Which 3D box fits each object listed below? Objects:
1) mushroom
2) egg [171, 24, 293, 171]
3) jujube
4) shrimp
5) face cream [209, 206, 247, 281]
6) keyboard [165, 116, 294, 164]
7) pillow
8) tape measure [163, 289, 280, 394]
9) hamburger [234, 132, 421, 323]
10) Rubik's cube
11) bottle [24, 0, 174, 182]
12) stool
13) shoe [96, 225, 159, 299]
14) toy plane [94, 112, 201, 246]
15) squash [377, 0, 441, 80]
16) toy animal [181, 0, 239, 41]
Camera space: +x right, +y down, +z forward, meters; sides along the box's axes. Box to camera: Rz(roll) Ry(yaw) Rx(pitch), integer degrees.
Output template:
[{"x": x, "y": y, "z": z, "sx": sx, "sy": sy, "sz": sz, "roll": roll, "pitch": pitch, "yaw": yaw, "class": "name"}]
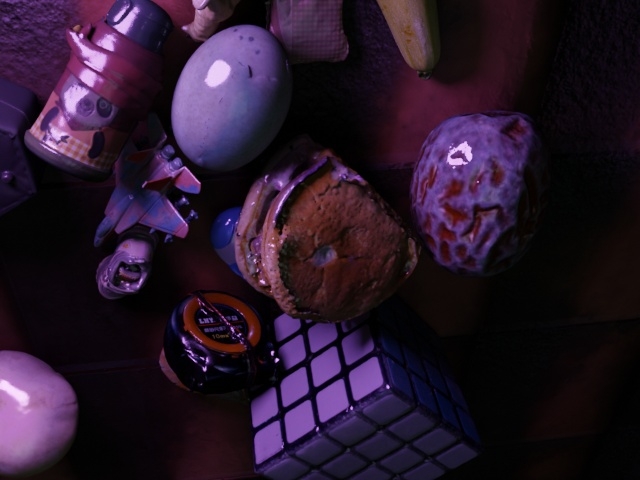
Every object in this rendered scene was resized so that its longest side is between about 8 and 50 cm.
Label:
[{"x": -0.627, "y": 0.357, "z": 1.396, "sx": 0.253, "sy": 0.260, "sz": 0.234, "roll": -14, "pitch": 168, "yaw": -11, "class": "mushroom"}, {"x": -0.134, "y": -0.212, "z": 1.023, "sx": 0.169, "sy": 0.169, "sz": 0.236, "roll": 15, "pitch": 129, "yaw": -23, "class": "egg"}, {"x": 0.281, "y": -0.087, "z": 1.188, "sx": 0.246, "sy": 0.215, "sz": 0.308, "roll": -15, "pitch": 130, "yaw": 0, "class": "jujube"}, {"x": -0.206, "y": 0.292, "z": 1.507, "sx": 0.317, "sy": 0.077, "sz": 0.168, "roll": 26, "pitch": 118, "yaw": -25, "class": "shrimp"}, {"x": -0.095, "y": 0.023, "z": 1.292, "sx": 0.264, "sy": 0.083, "sz": 0.149, "roll": 33, "pitch": 103, "yaw": -32, "class": "face cream"}, {"x": -0.143, "y": -0.179, "z": 1.154, "sx": 0.231, "sy": 0.023, "sz": 0.072, "roll": 16, "pitch": 118, "yaw": -24, "class": "keyboard"}, {"x": -0.022, "y": -0.363, "z": 1.013, "sx": 0.135, "sy": 0.034, "sz": 0.211, "roll": -3, "pitch": 129, "yaw": -5, "class": "pillow"}, {"x": -0.204, "y": 0.203, "z": 1.336, "sx": 0.202, "sy": 0.223, "sz": 0.135, "roll": -3, "pitch": 135, "yaw": -34, "class": "tape measure"}, {"x": 0.000, "y": 0.000, "z": 1.161, "sx": 0.277, "sy": 0.195, "sz": 0.318, "roll": -47, "pitch": 128, "yaw": -5, "class": "hamburger"}, {"x": 0.078, "y": 0.322, "z": 1.416, "sx": 0.343, "sy": 0.337, "sz": 0.344, "roll": -36, "pitch": 129, "yaw": 19, "class": "Rubik's cube"}, {"x": -0.316, "y": -0.230, "z": 0.980, "sx": 0.156, "sy": 0.143, "sz": 0.271, "roll": 22, "pitch": 100, "yaw": -55, "class": "bottle"}, {"x": -0.535, "y": -0.143, "z": 1.025, "sx": 0.232, "sy": 0.141, "sz": 0.232, "roll": -6, "pitch": 130, "yaw": -7, "class": "stool"}, {"x": -0.361, "y": 0.061, "z": 1.266, "sx": 0.089, "sy": 0.092, "sz": 0.180, "roll": 21, "pitch": 123, "yaw": -27, "class": "shoe"}, {"x": -0.313, "y": -0.069, "z": 1.150, "sx": 0.104, "sy": 0.223, "sz": 0.326, "roll": -29, "pitch": 174, "yaw": -41, "class": "toy plane"}, {"x": 0.146, "y": -0.333, "z": 1.053, "sx": 0.094, "sy": 0.094, "sz": 0.224, "roll": -22, "pitch": 139, "yaw": 8, "class": "squash"}, {"x": -0.138, "y": -0.361, "z": 0.951, "sx": 0.218, "sy": 0.103, "sz": 0.101, "roll": -41, "pitch": 157, "yaw": 23, "class": "toy animal"}]
